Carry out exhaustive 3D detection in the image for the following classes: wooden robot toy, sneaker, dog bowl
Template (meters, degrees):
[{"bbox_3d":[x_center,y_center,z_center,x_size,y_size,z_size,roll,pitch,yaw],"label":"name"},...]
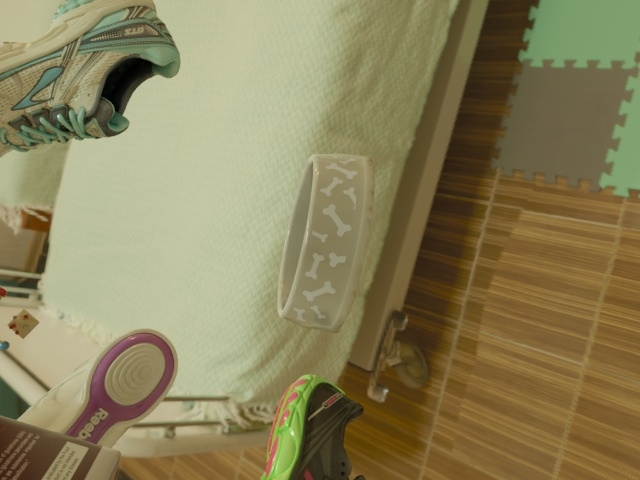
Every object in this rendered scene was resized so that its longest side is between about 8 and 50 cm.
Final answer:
[{"bbox_3d":[-0.450,0.082,0.790,0.079,0.173,0.076,113,172,-72],"label":"wooden robot toy"},{"bbox_3d":[-0.291,0.230,0.718,0.114,0.305,0.152,51,153,-6],"label":"sneaker"},{"bbox_3d":[0.000,0.000,1.161,0.349,0.102,0.348,-168,90,-81],"label":"dog bowl"},{"bbox_3d":[-0.271,-0.147,0.650,0.283,0.110,0.122,-39,86,-1],"label":"sneaker"},{"bbox_3d":[-0.021,0.492,1.175,0.185,0.202,0.482,122,166,-61],"label":"sneaker"}]

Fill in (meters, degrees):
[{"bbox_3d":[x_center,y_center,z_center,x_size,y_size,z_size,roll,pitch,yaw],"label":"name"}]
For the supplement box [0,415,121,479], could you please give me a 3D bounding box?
[{"bbox_3d":[-0.241,0.132,0.318,0.130,0.240,0.073,-114,45,-80],"label":"supplement box"}]
